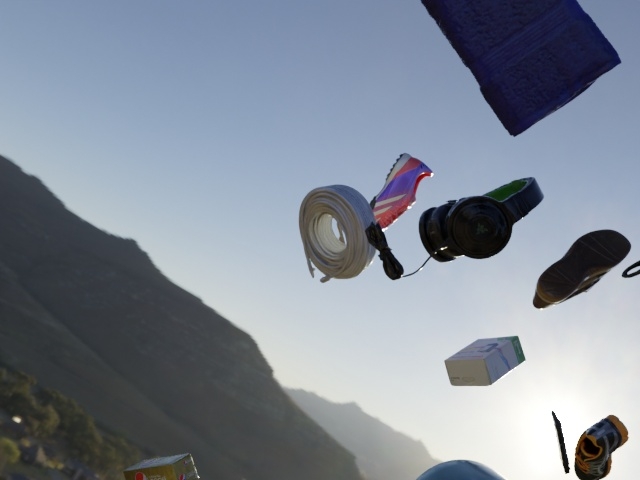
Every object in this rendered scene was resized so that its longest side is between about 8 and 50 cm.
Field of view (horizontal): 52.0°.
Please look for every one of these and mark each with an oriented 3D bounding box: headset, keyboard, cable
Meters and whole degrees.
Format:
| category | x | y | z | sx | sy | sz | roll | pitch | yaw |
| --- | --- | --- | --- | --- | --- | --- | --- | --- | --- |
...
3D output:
| category | x | y | z | sx | sy | sz | roll | pitch | yaw |
| --- | --- | --- | --- | --- | --- | --- | --- | --- | --- |
| headset | 0.287 | -0.046 | 1.401 | 0.185 | 0.394 | 0.243 | 59 | -18 | -5 |
| keyboard | 0.725 | 0.613 | 1.970 | 0.108 | 0.023 | 0.180 | -67 | 142 | -69 |
| cable | 0.047 | -0.022 | 1.740 | 0.257 | 0.089 | 0.257 | -11 | -84 | 51 |

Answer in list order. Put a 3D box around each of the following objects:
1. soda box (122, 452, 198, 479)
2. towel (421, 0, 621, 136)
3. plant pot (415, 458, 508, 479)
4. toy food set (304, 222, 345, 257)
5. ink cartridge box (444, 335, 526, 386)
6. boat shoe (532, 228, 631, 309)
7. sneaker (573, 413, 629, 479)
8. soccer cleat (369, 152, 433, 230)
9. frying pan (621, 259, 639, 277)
| category | x | y | z | sx | sy | sz | roll | pitch | yaw |
| --- | --- | --- | --- | --- | --- | --- | --- | --- | --- |
| soda box | -0.359 | 0.524 | 1.468 | 0.181 | 0.061 | 0.058 | -21 | -3 | 35 |
| towel | 0.347 | -0.367 | 1.159 | 0.308 | 0.228 | 0.076 | 55 | 4 | -2 |
| plant pot | 0.319 | 0.600 | 1.276 | 0.293 | 0.293 | 0.235 | 31 | -12 | -5 |
| toy food set | 0.000 | 0.000 | 2.168 | 0.192 | 0.132 | 0.038 | -2 | -15 | -44 |
| ink cartridge box | 0.514 | 0.376 | 2.048 | 0.154 | 0.212 | 0.093 | -15 | -86 | 48 |
| boat shoe | 0.726 | 0.087 | 1.842 | 0.123 | 0.342 | 0.123 | 46 | -24 | 25 |
| sneaker | 0.589 | 0.460 | 1.427 | 0.084 | 0.083 | 0.214 | 52 | -30 | 43 |
| soccer cleat | 0.226 | -0.114 | 2.022 | 0.116 | 0.318 | 0.108 | 30 | -4 | 14 |
| frying pan | 0.818 | -0.036 | 1.430 | 0.326 | 0.197 | 0.053 | -12 | -38 | 29 |
